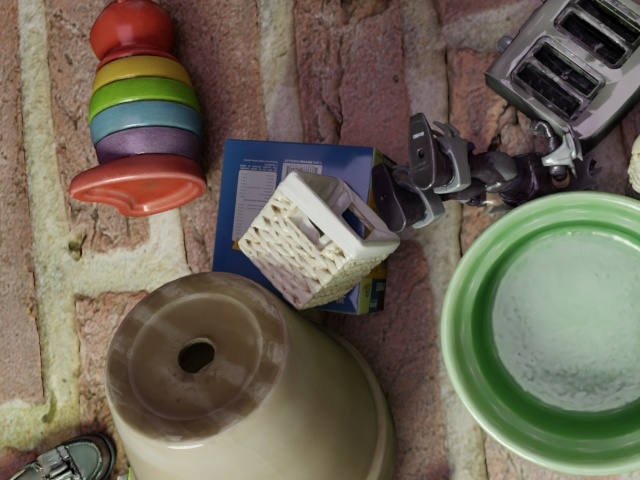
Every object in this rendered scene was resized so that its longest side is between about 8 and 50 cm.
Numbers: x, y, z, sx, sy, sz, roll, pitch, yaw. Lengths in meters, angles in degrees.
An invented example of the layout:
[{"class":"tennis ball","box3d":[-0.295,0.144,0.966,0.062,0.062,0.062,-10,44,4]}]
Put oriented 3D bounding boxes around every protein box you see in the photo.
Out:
[{"class":"protein box","box3d":[-0.018,-0.017,1.050,0.199,0.136,0.201,5,89,17]}]

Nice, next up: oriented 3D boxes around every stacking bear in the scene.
[{"class":"stacking bear","box3d":[-0.251,-0.200,1.130,0.164,0.175,0.289,-13,76,19]}]

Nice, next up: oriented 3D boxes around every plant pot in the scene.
[{"class":"plant pot","box3d":[-0.093,0.181,0.894,0.323,0.280,0.323,-7,54,10]}]

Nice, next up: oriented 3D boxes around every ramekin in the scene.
[{"class":"ramekin","box3d":[0.299,0.099,0.932,0.303,0.148,0.304,0,89,18]}]

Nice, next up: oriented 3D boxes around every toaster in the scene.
[{"class":"toaster","box3d":[0.309,-0.206,0.969,0.185,0.110,0.168,43,101,15]}]

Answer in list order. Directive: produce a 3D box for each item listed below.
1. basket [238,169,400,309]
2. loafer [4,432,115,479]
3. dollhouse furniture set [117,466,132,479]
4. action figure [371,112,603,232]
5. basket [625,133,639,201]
[{"class":"basket","box3d":[0.000,0.000,0.887,0.113,0.167,0.103,46,104,13]},{"class":"loafer","box3d":[-0.420,0.372,1.185,0.267,0.084,0.096,-33,78,13]},{"class":"dollhouse furniture set","box3d":[-0.244,0.326,1.145,0.076,0.058,0.152,7,90,17]},{"class":"action figure","box3d":[0.196,-0.077,0.926,0.185,0.285,0.099,-34,68,47]},{"class":"basket","box3d":[0.493,-0.121,0.793,0.266,0.331,0.328,33,97,18]}]
